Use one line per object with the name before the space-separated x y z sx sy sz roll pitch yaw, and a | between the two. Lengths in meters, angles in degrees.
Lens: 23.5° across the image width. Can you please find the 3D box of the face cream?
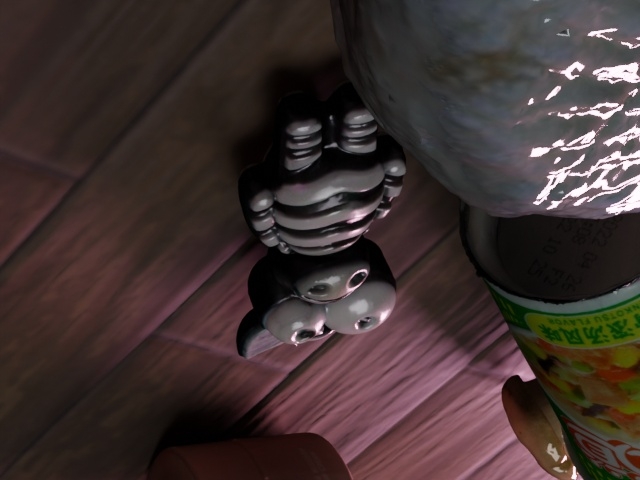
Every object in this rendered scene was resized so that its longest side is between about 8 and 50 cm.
face cream | -0.045 0.203 1.007 0.104 0.149 0.149 -3 140 -25

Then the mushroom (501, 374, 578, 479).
mushroom | 0.246 0.086 1.045 0.247 0.108 0.096 -24 117 17

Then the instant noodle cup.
instant noodle cup | 0.194 0.033 0.883 0.207 0.207 0.232 -30 137 11

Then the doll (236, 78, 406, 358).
doll | 0.000 0.000 0.841 0.091 0.067 0.219 -15 145 -15

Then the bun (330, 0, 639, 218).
bun | 0.138 -0.167 0.573 0.354 0.194 0.354 -31 152 -18
